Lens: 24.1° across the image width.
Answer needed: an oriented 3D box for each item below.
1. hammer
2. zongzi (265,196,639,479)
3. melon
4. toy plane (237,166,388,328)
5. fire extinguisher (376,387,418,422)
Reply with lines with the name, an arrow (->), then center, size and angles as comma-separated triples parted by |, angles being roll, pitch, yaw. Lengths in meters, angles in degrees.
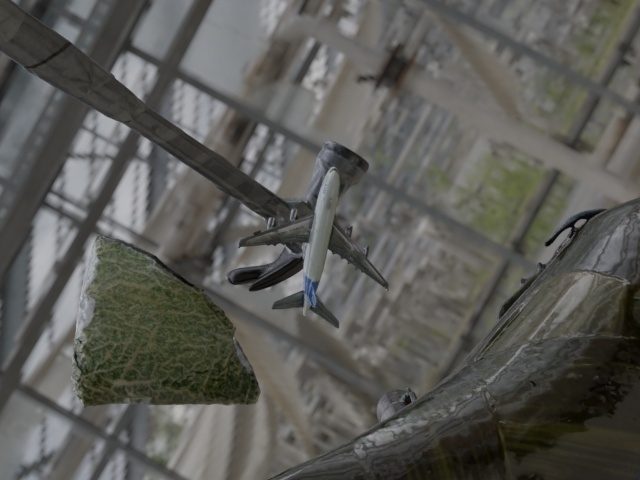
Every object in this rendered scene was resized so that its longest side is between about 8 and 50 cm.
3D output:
hammer -> -0.137, -0.104, 1.188 | 0.152, 0.427, 0.044 | -57, 35, -5
zongzi -> 0.130, 0.097, 1.096 | 0.208, 0.432, 0.403 | -33, 39, 54
melon -> -0.156, 0.100, 1.296 | 0.139, 0.202, 0.093 | -42, -15, -30
toy plane -> -0.001, 0.002, 0.731 | 0.024, 0.078, 0.084 | 124, 159, -54
fire extinguisher -> 0.080, 0.166, 1.336 | 0.157, 0.045, 0.078 | -114, 16, -78
